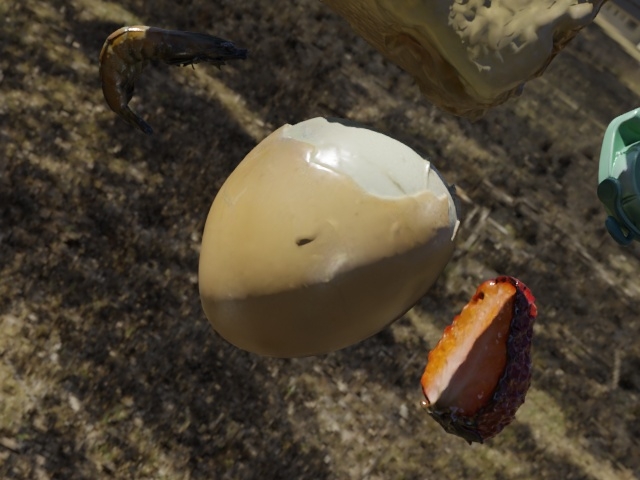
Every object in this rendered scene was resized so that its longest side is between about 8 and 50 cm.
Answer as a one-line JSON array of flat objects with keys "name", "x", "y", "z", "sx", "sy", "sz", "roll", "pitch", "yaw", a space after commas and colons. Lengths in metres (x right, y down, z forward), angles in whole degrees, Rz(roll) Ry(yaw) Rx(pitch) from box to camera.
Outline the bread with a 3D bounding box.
[{"name": "bread", "x": 0.175, "y": -0.328, "z": 0.866, "sx": 0.279, "sy": 0.371, "sz": 0.390, "roll": 38, "pitch": 4, "yaw": -2}]

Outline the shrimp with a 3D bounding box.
[{"name": "shrimp", "x": -0.258, "y": -0.279, "z": 1.581, "sx": 0.261, "sy": 0.198, "sz": 0.051, "roll": -1, "pitch": 28, "yaw": -14}]

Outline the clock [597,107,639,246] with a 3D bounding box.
[{"name": "clock", "x": 0.430, "y": -0.064, "z": 1.150, "sx": 0.148, "sy": 0.060, "sz": 0.189, "roll": 25, "pitch": 67, "yaw": -20}]

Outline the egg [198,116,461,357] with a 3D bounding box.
[{"name": "egg", "x": 0.000, "y": 0.000, "z": 0.796, "sx": 0.201, "sy": 0.244, "sz": 0.201, "roll": 47, "pitch": -5, "yaw": 5}]

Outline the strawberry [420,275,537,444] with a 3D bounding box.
[{"name": "strawberry", "x": 0.252, "y": 0.174, "z": 1.268, "sx": 0.111, "sy": 0.237, "sz": 0.190, "roll": 25, "pitch": 3, "yaw": -24}]
